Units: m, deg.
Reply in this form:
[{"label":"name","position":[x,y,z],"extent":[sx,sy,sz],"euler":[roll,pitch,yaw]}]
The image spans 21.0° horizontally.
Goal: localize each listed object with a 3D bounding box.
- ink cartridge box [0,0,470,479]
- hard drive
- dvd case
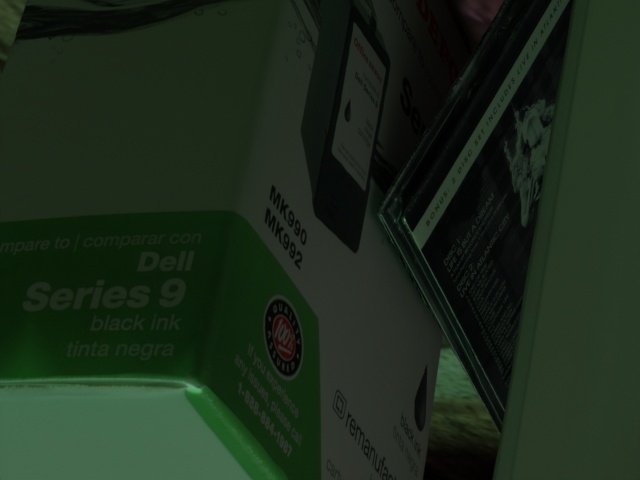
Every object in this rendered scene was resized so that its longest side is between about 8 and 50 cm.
[{"label":"ink cartridge box","position":[-0.032,-0.015,0.701],"extent":[0.121,0.289,0.211],"euler":[-4,145,22]},{"label":"hard drive","position":[0.166,0.012,0.599],"extent":[0.233,0.353,0.047],"euler":[35,144,-31]},{"label":"dvd case","position":[0.102,-0.014,0.771],"extent":[0.018,0.164,0.221],"euler":[18,155,32]}]
